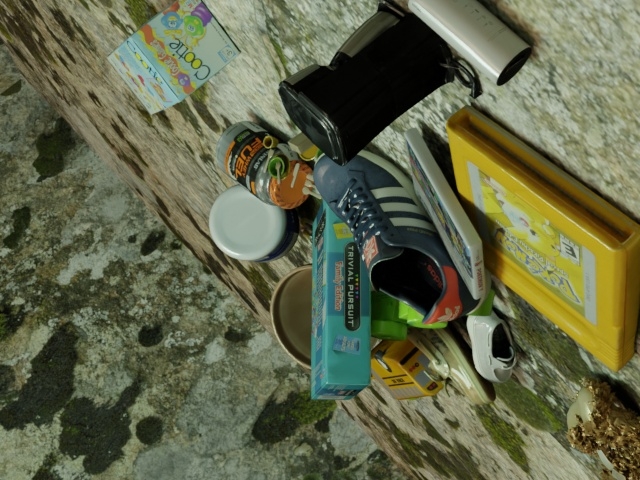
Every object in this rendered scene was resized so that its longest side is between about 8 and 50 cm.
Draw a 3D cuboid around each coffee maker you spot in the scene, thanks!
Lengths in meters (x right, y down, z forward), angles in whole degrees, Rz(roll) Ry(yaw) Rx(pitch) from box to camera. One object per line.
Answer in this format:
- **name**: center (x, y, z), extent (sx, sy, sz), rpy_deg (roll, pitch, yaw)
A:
- **coffee maker**: center (0.063, -0.183, 1.351), extent (0.171, 0.178, 0.120), rpy_deg (33, 160, 49)

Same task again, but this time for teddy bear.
- **teddy bear**: center (0.485, 0.339, 1.648), extent (0.338, 0.113, 0.245), rpy_deg (48, 161, 37)

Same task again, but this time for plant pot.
- **plant pot**: center (0.017, 0.158, 2.446), extent (0.237, 0.237, 0.110), rpy_deg (47, -152, 11)

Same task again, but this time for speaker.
- **speaker**: center (0.159, -0.226, 1.198), extent (0.136, 0.055, 0.055), rpy_deg (44, 166, 16)

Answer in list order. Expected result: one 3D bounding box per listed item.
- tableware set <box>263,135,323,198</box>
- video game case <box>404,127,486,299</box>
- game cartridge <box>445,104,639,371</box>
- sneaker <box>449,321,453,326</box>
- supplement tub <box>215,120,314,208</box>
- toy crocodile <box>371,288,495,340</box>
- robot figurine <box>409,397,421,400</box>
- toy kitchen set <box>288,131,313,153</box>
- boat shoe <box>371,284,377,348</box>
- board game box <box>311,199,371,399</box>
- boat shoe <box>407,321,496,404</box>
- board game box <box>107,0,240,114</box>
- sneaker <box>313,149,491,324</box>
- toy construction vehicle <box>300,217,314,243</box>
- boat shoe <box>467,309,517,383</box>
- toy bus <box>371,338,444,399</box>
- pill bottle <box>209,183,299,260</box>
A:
- **tableware set**: center (-0.043, -0.142, 1.970), extent (0.154, 0.104, 0.024), rpy_deg (28, -163, 35)
- **video game case**: center (0.176, -0.035, 1.576), extent (0.183, 0.023, 0.201), rpy_deg (68, 176, -63)
- **game cartridge**: center (0.285, 0.006, 1.440), extent (0.285, 0.052, 0.324), rpy_deg (41, 163, 31)
- **sneaker**: center (0.216, 0.178, 2.117), extent (0.058, 0.052, 0.135), rpy_deg (49, 168, -21)
- **supplement tub**: center (-0.103, -0.140, 2.113), extent (0.190, 0.117, 0.117), rpy_deg (36, 161, 42)
- **toy crocodile**: center (0.166, 0.104, 1.888), extent (0.105, 0.115, 0.340), rpy_deg (15, 162, -22)
- **robot figurine**: center (0.189, 0.307, 2.507), extent (0.115, 0.067, 0.101), rpy_deg (48, -166, 1)
- **toy kitchen set**: center (-0.010, -0.153, 1.874), extent (0.068, 0.075, 0.083), rpy_deg (32, 154, 53)
- **boat shoe**: center (0.075, 0.127, 2.262), extent (0.079, 0.095, 0.254), rpy_deg (41, 151, 33)
- **board game box**: center (0.035, 0.102, 1.990), extent (0.254, 0.079, 0.336), rpy_deg (116, 156, -75)
- **boat shoe**: center (0.205, 0.191, 2.001), extent (0.285, 0.089, 0.104), rpy_deg (54, -170, 32)
- **board game box**: center (-0.274, -0.338, 2.057), extent (0.144, 0.142, 0.275), rpy_deg (53, 166, -13)
- **sneaker**: center (0.094, -0.009, 1.704), extent (0.350, 0.148, 0.131), rpy_deg (42, 131, 22)
- **toy construction vehicle**: center (0.000, 0.000, 2.359), extent (0.098, 0.035, 0.086), rpy_deg (46, 177, 25)
- **boat shoe**: center (0.296, 0.182, 1.871), extent (0.063, 0.066, 0.184), rpy_deg (37, 152, 45)
- **toy bus**: center (0.177, 0.251, 2.315), extent (0.130, 0.108, 0.333), rpy_deg (47, 166, 1)
- **pill bottle**: center (-0.125, -0.032, 2.297), extent (0.153, 0.153, 0.264), rpy_deg (47, -176, 7)
